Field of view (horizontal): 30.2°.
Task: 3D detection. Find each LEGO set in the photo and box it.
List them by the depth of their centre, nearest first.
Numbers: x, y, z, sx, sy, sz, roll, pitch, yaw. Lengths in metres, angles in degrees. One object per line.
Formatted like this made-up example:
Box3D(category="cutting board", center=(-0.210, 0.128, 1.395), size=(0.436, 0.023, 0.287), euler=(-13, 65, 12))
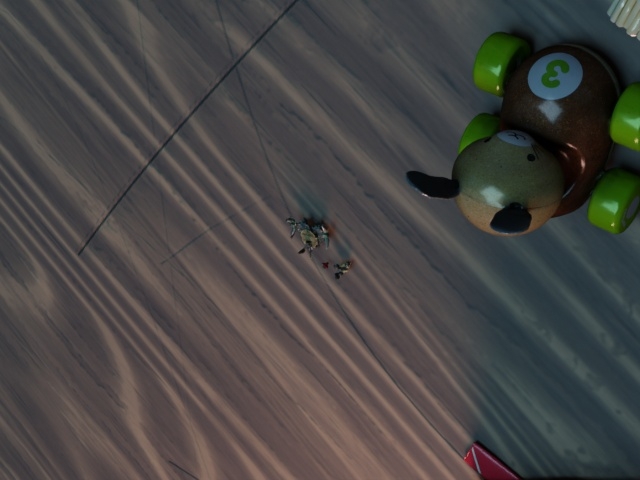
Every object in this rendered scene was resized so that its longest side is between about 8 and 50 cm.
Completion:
Box3D(category="LEGO set", center=(0.000, 0.002, 1.218), size=(0.054, 0.023, 0.083), euler=(-21, 110, 48))

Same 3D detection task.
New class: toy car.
Box3D(category="toy car", center=(0.153, -0.063, 0.923), size=(0.155, 0.188, 0.149), euler=(27, 127, 29))

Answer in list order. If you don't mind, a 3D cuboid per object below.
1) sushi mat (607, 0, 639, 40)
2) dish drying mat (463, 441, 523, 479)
Box3D(category="sushi mat", center=(0.309, -0.232, 0.749), size=(0.151, 0.019, 0.317), euler=(43, 132, 24))
Box3D(category="dish drying mat", center=(0.180, 0.237, 1.186), size=(0.083, 0.008, 0.032), euler=(40, 131, 19))
